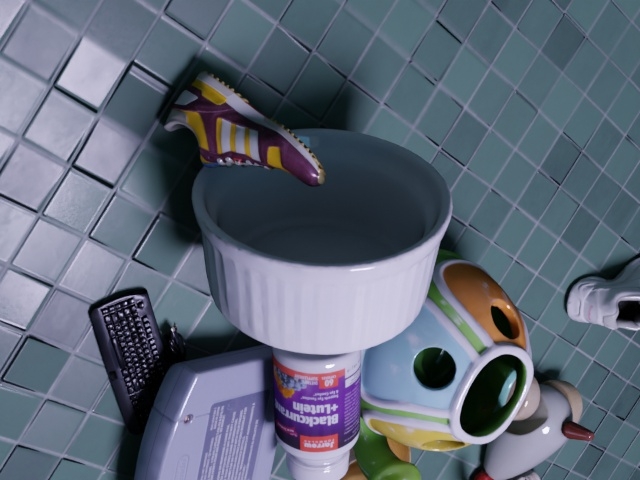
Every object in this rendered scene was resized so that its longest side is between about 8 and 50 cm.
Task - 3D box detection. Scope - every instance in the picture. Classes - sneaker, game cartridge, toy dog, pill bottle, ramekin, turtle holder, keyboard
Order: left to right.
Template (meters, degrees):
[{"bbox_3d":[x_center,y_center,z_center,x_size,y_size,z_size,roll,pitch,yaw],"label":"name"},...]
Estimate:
[{"bbox_3d":[-0.199,0.145,1.169,0.100,0.038,0.192,-26,125,-23],"label":"keyboard"},{"bbox_3d":[-0.140,0.274,1.237,0.196,0.060,0.294,-9,117,-50],"label":"game cartridge"},{"bbox_3d":[-0.080,-0.098,1.059,0.084,0.185,0.069,-52,164,-3],"label":"sneaker"},{"bbox_3d":[-0.004,0.201,1.218,0.108,0.108,0.193,-16,121,-28],"label":"pill bottle"},{"bbox_3d":[0.000,0.000,1.090,0.277,0.277,0.135,-18,130,-27],"label":"ramekin"},{"bbox_3d":[0.130,0.174,1.286,0.320,0.227,0.243,-45,130,-9],"label":"turtle holder"},{"bbox_3d":[0.326,0.361,1.553,0.220,0.161,0.333,-10,117,-31],"label":"toy dog"},{"bbox_3d":[0.511,0.097,1.585,0.232,0.115,0.090,-19,121,-27],"label":"sneaker"}]

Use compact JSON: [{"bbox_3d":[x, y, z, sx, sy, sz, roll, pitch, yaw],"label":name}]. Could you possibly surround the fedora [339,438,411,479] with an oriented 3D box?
[{"bbox_3d":[0.066,0.361,1.427,0.194,0.079,0.194,-15,119,-28],"label":"fedora"}]
